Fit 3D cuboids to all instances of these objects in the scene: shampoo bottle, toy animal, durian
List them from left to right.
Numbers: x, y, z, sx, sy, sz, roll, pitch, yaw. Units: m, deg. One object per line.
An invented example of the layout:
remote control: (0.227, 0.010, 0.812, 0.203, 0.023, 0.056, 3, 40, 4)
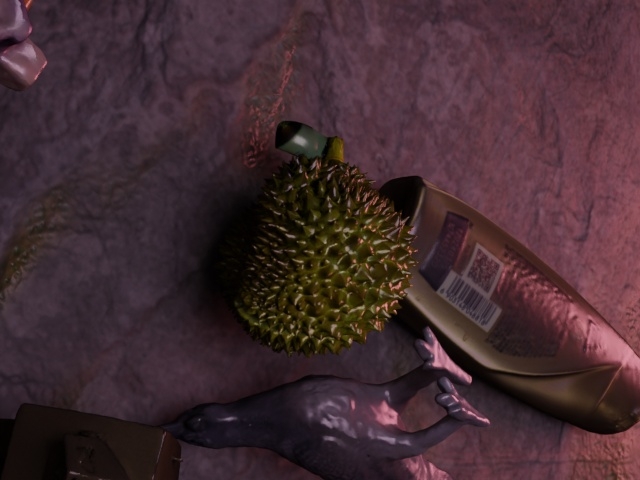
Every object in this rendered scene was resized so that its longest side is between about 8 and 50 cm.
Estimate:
durian: (-0.003, 0.014, 1.076, 0.146, 0.198, 0.159, 29, 110, -14)
toy animal: (0.048, 0.155, 1.083, 0.367, 0.206, 0.081, 19, 45, -31)
shampoo bottle: (0.181, 0.075, 1.243, 0.350, 0.084, 0.125, 35, 69, -27)

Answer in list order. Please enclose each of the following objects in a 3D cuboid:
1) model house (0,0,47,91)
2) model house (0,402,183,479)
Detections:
model house: (-0.288, -0.186, 0.865, 0.237, 0.237, 0.202, 42, 56, -28)
model house: (-0.174, 0.219, 0.880, 0.204, 0.243, 0.211, 21, 73, -31)
